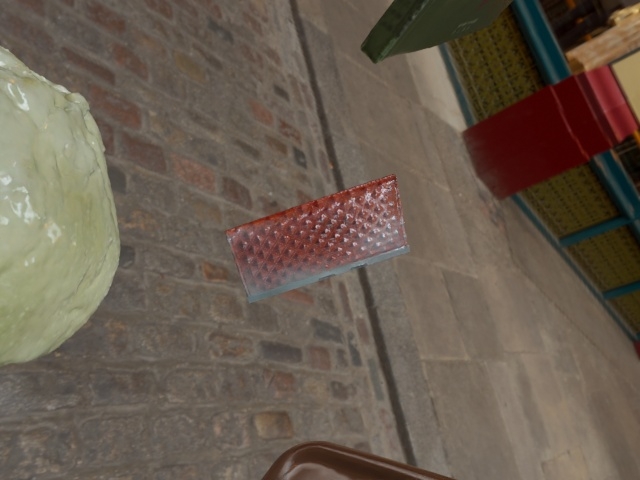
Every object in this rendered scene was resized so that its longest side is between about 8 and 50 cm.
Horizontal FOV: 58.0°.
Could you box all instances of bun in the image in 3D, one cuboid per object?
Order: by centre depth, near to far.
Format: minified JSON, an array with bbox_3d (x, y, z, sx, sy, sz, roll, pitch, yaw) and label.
[{"bbox_3d":[-0.320,-0.066,0.491,0.349,0.227,0.352,37,7,-17],"label":"bun"}]

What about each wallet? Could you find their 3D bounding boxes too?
[{"bbox_3d":[0.000,0.000,0.641,0.020,0.196,0.103,-115,-172,-53],"label":"wallet"}]

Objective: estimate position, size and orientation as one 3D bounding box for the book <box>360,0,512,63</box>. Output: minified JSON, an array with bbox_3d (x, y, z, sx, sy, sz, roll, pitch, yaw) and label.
[{"bbox_3d":[0.155,-0.224,0.331,0.026,0.289,0.201,51,43,6],"label":"book"}]

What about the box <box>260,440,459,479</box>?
[{"bbox_3d":[0.078,0.342,0.451,0.239,0.339,0.229,-45,132,-47],"label":"box"}]
